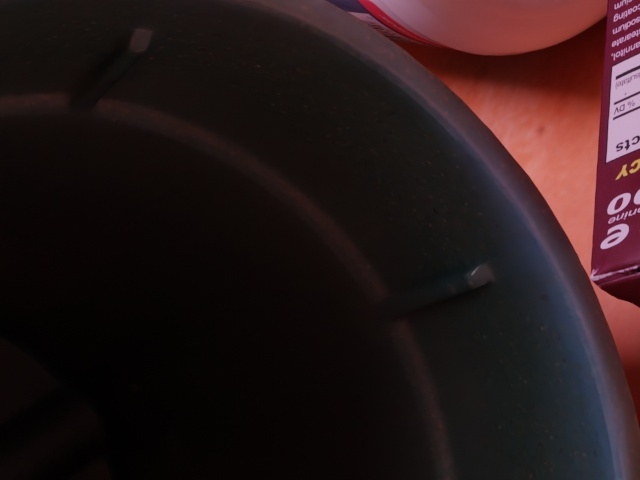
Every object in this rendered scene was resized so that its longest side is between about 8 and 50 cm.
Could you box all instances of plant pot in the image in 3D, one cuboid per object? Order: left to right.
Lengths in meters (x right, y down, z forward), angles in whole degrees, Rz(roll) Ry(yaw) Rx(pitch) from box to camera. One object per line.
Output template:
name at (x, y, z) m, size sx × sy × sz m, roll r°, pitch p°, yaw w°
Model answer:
plant pot at (-0.115, 0.111, 0.517) m, size 0.334 × 0.341 × 0.341 m, roll -22°, pitch 48°, yaw 55°

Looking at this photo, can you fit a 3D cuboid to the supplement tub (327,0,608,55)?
supplement tub at (0.023, -0.194, 0.662) m, size 0.272 × 0.191 × 0.191 m, roll 21°, pitch 82°, yaw 56°

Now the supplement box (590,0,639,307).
supplement box at (0.159, -0.073, 0.442) m, size 0.073 × 0.130 × 0.239 m, roll -21°, pitch 50°, yaw 44°
